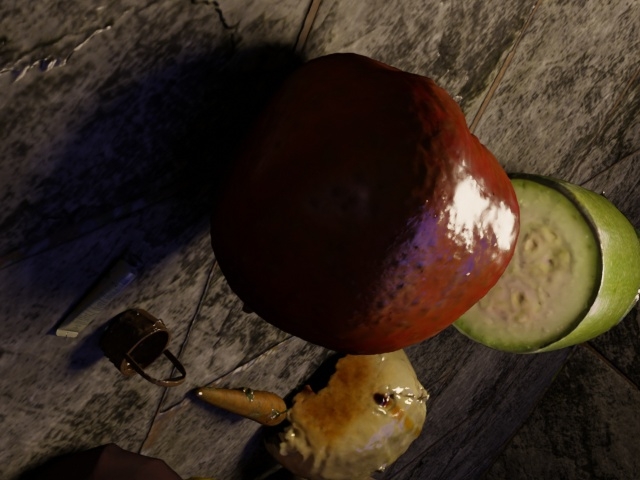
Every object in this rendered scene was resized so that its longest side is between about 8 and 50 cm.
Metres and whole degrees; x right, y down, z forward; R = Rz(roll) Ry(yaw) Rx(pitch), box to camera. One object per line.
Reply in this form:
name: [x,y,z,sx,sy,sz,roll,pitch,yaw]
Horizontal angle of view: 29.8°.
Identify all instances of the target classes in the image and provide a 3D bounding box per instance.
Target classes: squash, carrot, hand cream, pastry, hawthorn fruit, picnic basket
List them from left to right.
hand cream: [-0.203,0.052,1.107,0.102,0.022,0.035,-45,161,10]
picnic basket: [-0.169,0.113,1.191,0.072,0.083,0.072,-39,158,-19]
carrot: [-0.105,0.212,1.571,0.049,0.049,0.254,-49,156,5]
hawthorn fruit: [0.028,-0.021,1.096,0.300,0.275,0.275,-42,163,22]
pastry: [0.054,0.288,1.848,0.256,0.170,0.237,-37,155,-12]
squash: [0.348,0.037,1.844,0.263,0.263,0.384,-53,160,14]

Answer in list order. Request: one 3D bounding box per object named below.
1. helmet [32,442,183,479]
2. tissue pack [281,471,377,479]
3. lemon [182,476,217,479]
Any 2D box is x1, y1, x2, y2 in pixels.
helmet: [-0.263,0.337,1.287,0.305,0.177,0.225,-28,147,-27]
tissue pack: [0.007,0.526,1.942,0.277,0.267,0.387,-57,-177,2]
lemon: [-0.155,0.445,1.497,0.268,0.322,0.268,-13,139,-12]
